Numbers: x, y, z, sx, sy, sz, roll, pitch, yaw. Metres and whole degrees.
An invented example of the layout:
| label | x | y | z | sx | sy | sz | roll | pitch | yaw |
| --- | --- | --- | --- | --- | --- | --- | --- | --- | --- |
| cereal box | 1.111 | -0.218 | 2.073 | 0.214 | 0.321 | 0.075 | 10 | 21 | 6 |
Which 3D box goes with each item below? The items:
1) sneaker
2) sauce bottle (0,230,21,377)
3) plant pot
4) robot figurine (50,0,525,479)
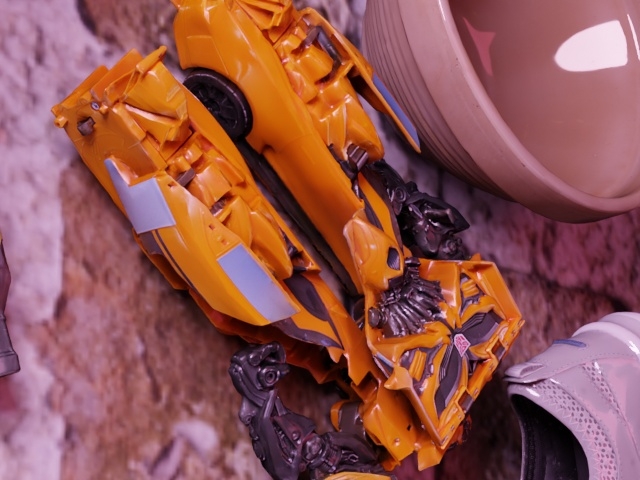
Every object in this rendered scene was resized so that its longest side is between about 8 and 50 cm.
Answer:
| label | x | y | z | sx | sy | sz | roll | pitch | yaw |
| --- | --- | --- | --- | --- | --- | --- | --- | --- | --- |
| sneaker | 0.154 | 0.187 | 1.001 | 0.115 | 0.105 | 0.281 | -10 | 90 | -31 |
| sauce bottle | -0.164 | 0.001 | 0.803 | 0.042 | 0.042 | 0.128 | -14 | 85 | -44 |
| plant pot | 0.102 | -0.116 | 1.030 | 0.237 | 0.109 | 0.237 | 20 | 61 | -41 |
| robot figurine | 0.000 | 0.000 | 0.924 | 0.291 | 0.085 | 0.211 | 52 | 49 | -18 |
